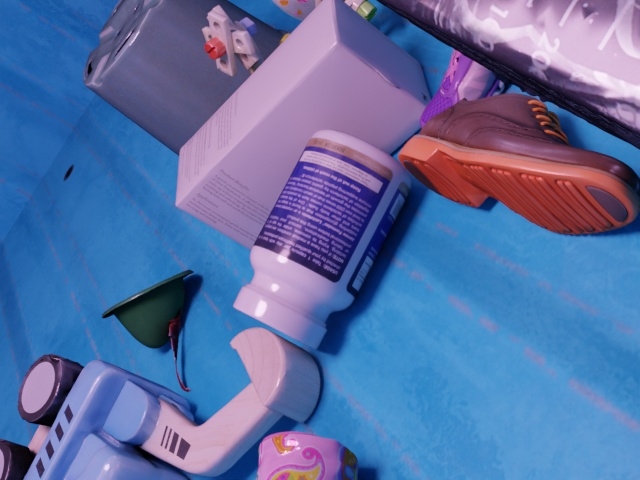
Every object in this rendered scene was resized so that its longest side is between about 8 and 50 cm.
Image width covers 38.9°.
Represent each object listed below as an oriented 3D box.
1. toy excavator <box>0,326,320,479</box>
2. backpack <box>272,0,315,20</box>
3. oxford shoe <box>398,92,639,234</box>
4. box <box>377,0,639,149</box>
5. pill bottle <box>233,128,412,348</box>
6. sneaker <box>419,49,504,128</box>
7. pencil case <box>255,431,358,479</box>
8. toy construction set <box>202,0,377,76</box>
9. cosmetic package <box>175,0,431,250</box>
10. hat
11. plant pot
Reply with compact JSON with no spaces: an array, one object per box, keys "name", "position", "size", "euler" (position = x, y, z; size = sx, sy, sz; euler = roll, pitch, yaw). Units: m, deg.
[{"name":"toy excavator","position":[-0.236,0.291,1.283],"size":[0.445,0.222,0.433],"euler":[19,78,46]},{"name":"backpack","position":[-0.018,-0.500,1.682],"size":[0.144,0.166,0.188],"euler":[-39,36,48]},{"name":"oxford shoe","position":[0.220,-0.104,0.994],"size":[0.133,0.130,0.364],"euler":[-53,30,-6]},{"name":"box","position":[0.353,-0.253,0.570],"size":[0.472,0.297,0.480],"euler":[40,107,40]},{"name":"pill bottle","position":[0.000,0.000,1.199],"size":[0.153,0.153,0.264],"euler":[14,74,60]},{"name":"sneaker","position":[0.201,-0.236,1.166],"size":[0.236,0.104,0.095],"euler":[-48,32,21]},{"name":"pencil case","position":[-0.031,0.349,0.954],"size":[0.124,0.124,0.284],"euler":[-26,45,44]},{"name":"toy construction set","position":[-0.030,-0.319,1.439],"size":[0.151,0.328,0.215],"euler":[54,155,20]},{"name":"cosmetic package","position":[-0.032,-0.158,1.355],"size":[0.365,0.197,0.155],"euler":[-40,33,26]},{"name":"hat","position":[-0.268,0.172,1.582],"size":[0.173,0.183,0.208],"euler":[-29,-2,31]},{"name":"plant pot","position":[-0.215,-0.297,1.623],"size":[0.341,0.334,0.341],"euler":[-37,35,32]}]
